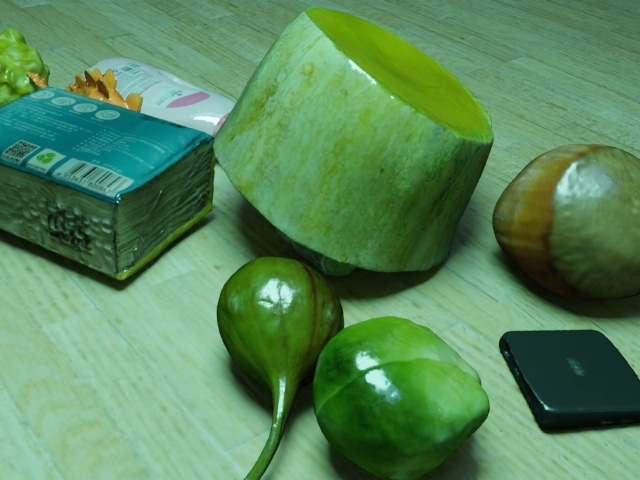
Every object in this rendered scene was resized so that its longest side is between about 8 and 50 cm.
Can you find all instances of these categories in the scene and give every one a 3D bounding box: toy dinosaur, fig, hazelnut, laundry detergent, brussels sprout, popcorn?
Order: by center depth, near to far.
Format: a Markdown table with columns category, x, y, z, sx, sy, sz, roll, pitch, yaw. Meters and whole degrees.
| category | x | y | z | sx | sy | sz | roll | pitch | yaw |
| --- | --- | --- | --- | --- | --- | --- | --- | --- | --- |
| brussels sprout | 0.064 | 0.137 | 0.674 | 0.155 | 0.117 | 0.155 | 28 | 28 | -17 |
| fig | -0.044 | 0.118 | 0.703 | 0.124 | 0.124 | 0.236 | 5 | 46 | 1 |
| hazelnut | 0.304 | -0.020 | 0.893 | 0.214 | 0.176 | 0.214 | 19 | -1 | 0 |
| toy dinosaur | -0.292 | -0.176 | 1.055 | 0.288 | 0.117 | 0.070 | 42 | 49 | 9 |
| popcorn | -0.504 | -0.241 | 1.149 | 0.197 | 0.155 | 0.197 | 15 | 16 | -4 |
| laundry detergent | -0.205 | -0.187 | 1.150 | 0.335 | 0.088 | 0.159 | 25 | 39 | 27 |

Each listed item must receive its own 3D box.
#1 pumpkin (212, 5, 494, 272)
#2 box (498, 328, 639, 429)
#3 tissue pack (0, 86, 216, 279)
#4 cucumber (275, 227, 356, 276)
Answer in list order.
| category | x | y | z | sx | sy | sz | roll | pitch | yaw |
| --- | --- | --- | --- | --- | --- | --- | --- | --- | --- |
| pumpkin | 0.055 | -0.134 | 0.912 | 0.332 | 0.199 | 0.332 | 21 | 34 | -15 |
| box | 0.256 | 0.137 | 0.778 | 0.125 | 0.027 | 0.126 | 0 | 33 | -11 |
| tissue pack | -0.287 | -0.076 | 0.932 | 0.271 | 0.134 | 0.192 | 20 | 36 | 21 |
| cucumber | -0.002 | -0.001 | 0.925 | 0.064 | 0.064 | 0.112 | -22 | 44 | -33 |
